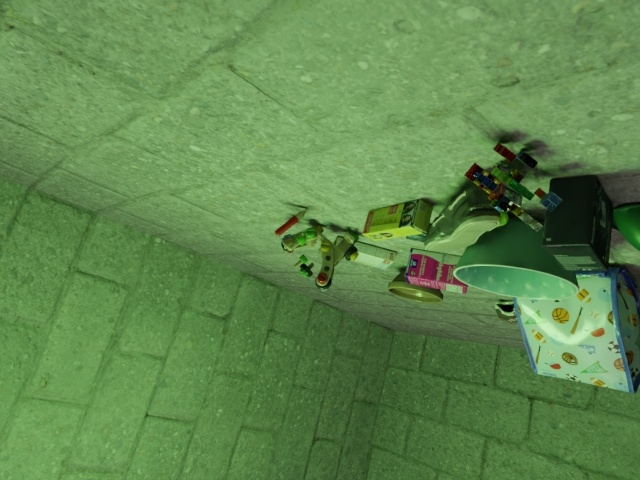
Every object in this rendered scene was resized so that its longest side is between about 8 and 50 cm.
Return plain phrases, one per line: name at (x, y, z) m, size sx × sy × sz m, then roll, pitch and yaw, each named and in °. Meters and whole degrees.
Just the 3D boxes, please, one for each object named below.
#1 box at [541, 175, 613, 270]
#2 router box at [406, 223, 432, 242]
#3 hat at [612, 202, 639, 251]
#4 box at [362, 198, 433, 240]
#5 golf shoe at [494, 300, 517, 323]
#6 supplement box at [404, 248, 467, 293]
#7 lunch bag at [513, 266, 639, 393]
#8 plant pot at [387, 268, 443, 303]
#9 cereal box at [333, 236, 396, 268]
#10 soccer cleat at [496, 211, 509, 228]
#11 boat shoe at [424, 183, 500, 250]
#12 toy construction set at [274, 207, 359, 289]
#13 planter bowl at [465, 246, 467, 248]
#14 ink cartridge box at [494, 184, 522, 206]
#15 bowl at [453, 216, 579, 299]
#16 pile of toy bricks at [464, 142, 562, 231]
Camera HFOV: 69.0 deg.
box at (0.551, -0.032, 0.991) m, size 0.093 × 0.155 × 0.158 m, roll -1°, pitch 158°, yaw 45°
router box at (0.335, -0.022, 1.458) m, size 0.123 × 0.038 × 0.092 m, roll 13°, pitch 165°, yaw 7°
hat at (0.727, 0.036, 1.009) m, size 0.209 × 0.183 × 0.173 m, roll 7°, pitch 163°, yaw 28°
box at (0.221, -0.056, 1.360) m, size 0.058 × 0.087 × 0.232 m, roll 25°, pitch 163°, yaw -26°
golf shoe at (0.901, 0.324, 2.038) m, size 0.273 × 0.105 × 0.120 m, roll 0°, pitch 152°, yaw 42°
supplement box at (0.432, 0.112, 1.706) m, size 0.220 × 0.111 × 0.114 m, roll 9°, pitch 163°, yaw 18°
lunch bag at (0.833, 0.248, 1.503) m, size 0.328 × 0.239 × 0.385 m, roll -6°, pitch 116°, yaw 50°
plant pot at (0.413, 0.187, 1.994) m, size 0.238 × 0.109 × 0.237 m, roll 15°, pitch 166°, yaw 4°
cereal box at (0.167, 0.053, 1.871) m, size 0.240 × 0.047 × 0.173 m, roll 15°, pitch 165°, yaw -2°
soccer cleat at (0.421, -0.058, 1.227) m, size 0.072 × 0.060 × 0.179 m, roll 15°, pitch 175°, yaw -38°
boat shoe at (0.347, -0.047, 1.161) m, size 0.112 × 0.095 × 0.335 m, roll 1°, pitch 166°, yaw -7°
toy construction set at (0.000, 0.000, 1.669) m, size 0.257 × 0.237 × 0.308 m, roll 41°, pitch 167°, yaw 43°
planter bowl at (0.570, 0.078, 1.492) m, size 0.217 × 0.090 × 0.217 m, roll 15°, pitch 164°, yaw 4°
ink cartridge box at (0.411, -0.107, 1.099) m, size 0.115 × 0.029 × 0.063 m, roll 23°, pitch 163°, yaw -20°
bowl at (0.533, 0.042, 1.260) m, size 0.312 × 0.163 × 0.311 m, roll 15°, pitch 165°, yaw 4°
pile of toy bricks at (0.387, -0.122, 0.955) m, size 0.212 × 0.118 × 0.105 m, roll 31°, pitch -160°, yaw -20°
